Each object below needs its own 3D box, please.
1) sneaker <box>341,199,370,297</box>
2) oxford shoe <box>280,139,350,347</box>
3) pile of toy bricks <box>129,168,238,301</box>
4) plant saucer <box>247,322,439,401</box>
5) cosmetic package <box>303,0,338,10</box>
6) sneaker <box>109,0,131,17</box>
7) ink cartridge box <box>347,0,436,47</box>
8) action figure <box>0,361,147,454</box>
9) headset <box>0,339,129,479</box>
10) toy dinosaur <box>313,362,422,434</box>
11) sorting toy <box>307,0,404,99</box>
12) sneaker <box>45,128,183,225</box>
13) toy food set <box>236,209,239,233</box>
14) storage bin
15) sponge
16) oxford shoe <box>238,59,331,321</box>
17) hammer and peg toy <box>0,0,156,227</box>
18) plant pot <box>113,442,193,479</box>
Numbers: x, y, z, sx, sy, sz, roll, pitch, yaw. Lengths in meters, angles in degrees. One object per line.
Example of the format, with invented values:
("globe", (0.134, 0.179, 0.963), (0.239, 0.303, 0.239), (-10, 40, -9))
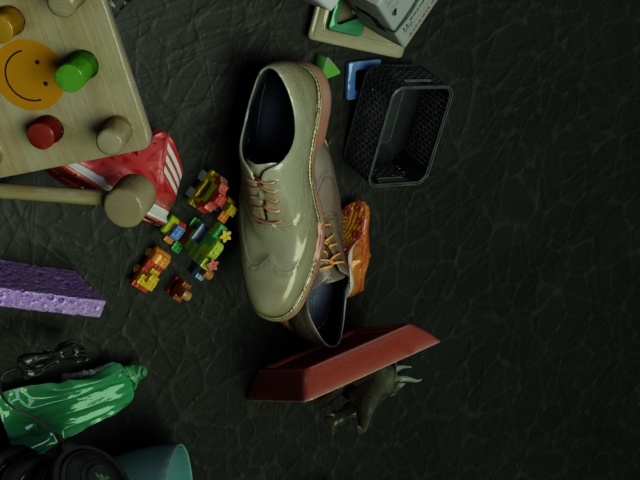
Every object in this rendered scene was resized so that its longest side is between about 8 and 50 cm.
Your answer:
("sneaker", (0.055, 0.011, 2.056), (0.067, 0.064, 0.175), (-21, 128, -51))
("oxford shoe", (0.000, 0.000, 1.954), (0.130, 0.132, 0.364), (-18, 120, -26))
("pile of toy bricks", (-0.183, 0.010, 1.852), (0.118, 0.105, 0.212), (36, 89, -39))
("plant saucer", (0.027, 0.196, 2.013), (0.258, 0.259, 0.048), (-21, 92, -25))
("cosmetic package", (-0.076, -0.443, 1.641), (0.224, 0.224, 0.138), (34, 90, -39))
("sneaker", (-0.310, -0.332, 1.635), (0.106, 0.101, 0.267), (40, 88, -16))
("ink cartridge box", (0.111, -0.386, 1.762), (0.153, 0.087, 0.208), (-56, 164, 2))
("action figure", (-0.369, 0.243, 1.859), (0.232, 0.063, 0.137), (-22, 120, -20))
("headset", (-0.367, 0.349, 1.744), (0.185, 0.243, 0.394), (-20, 101, -58))
("toy dinosaur", (0.070, 0.247, 2.078), (0.160, 0.313, 0.121), (-37, 85, 4))
("sorting toy", (0.085, -0.383, 1.893), (0.196, 0.047, 0.348), (5, 108, -36))
("sneaker", (-0.294, -0.119, 1.753), (0.221, 0.087, 0.128), (32, 72, -37))
("toy food set", (-0.093, -0.028, 1.920), (0.083, 0.083, 0.020), (-65, 164, 18))
("storage bin", (0.123, -0.185, 1.966), (0.122, 0.084, 0.180), (-5, 124, -32))
("sponge", (-0.419, 0.062, 1.707), (0.210, 0.117, 0.031), (12, 105, -38))
("oxford shoe", (-0.078, -0.073, 1.816), (0.146, 0.140, 0.397), (-7, 99, -67))
("hammer and peg toy", (-0.359, -0.161, 1.562), (0.266, 0.127, 0.361), (-9, 116, 11))
("plant pot", (-0.315, 0.461, 1.891), (0.195, 0.290, 0.290), (-1, 116, 4))
